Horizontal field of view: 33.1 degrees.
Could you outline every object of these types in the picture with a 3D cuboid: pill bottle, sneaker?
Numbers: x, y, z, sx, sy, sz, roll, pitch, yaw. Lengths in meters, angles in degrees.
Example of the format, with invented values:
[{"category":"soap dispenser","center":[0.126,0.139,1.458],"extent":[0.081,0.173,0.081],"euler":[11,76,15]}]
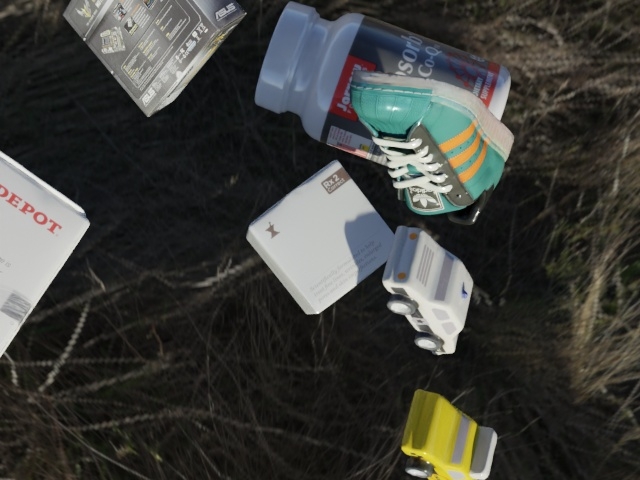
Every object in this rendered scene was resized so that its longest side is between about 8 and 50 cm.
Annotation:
[{"category":"pill bottle","center":[0.095,-0.230,1.686],"extent":[0.362,0.210,0.210],"euler":[20,71,1]},{"category":"sneaker","center":[0.118,-0.090,1.132],"extent":[0.108,0.302,0.121],"euler":[12,86,33]}]

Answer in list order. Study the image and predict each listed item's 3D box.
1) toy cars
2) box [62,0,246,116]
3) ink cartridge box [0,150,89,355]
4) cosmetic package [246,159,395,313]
[{"category":"toy cars","center":[0.160,0.163,1.319],"extent":[0.087,0.176,0.394],"euler":[1,108,29]},{"category":"box","center":[-0.217,-0.289,1.374],"extent":[0.183,0.231,0.056],"euler":[51,51,-1]},{"category":"ink cartridge box","center":[-0.390,0.043,1.043],"extent":[0.207,0.117,0.283],"euler":[37,62,-14]},{"category":"cosmetic package","center":[0.000,0.000,1.498],"extent":[0.151,0.183,0.151],"euler":[-38,91,-6]}]
